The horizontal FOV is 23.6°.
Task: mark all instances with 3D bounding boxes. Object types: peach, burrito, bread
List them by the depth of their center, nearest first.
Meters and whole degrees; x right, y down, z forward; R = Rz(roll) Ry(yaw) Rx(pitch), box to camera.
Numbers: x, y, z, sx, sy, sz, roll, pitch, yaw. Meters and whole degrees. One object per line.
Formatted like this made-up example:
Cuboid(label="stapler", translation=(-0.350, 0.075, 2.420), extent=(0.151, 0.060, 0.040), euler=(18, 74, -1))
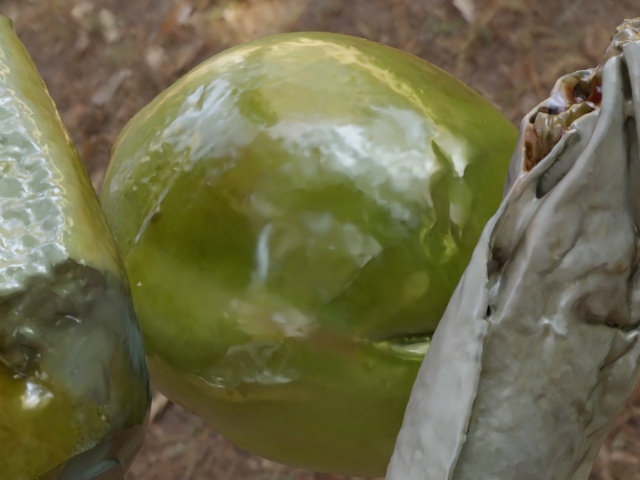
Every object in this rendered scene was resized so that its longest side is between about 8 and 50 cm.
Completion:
Cuboid(label="burrito", translation=(0.083, 0.081, 0.666), extent=(0.076, 0.117, 0.392), euler=(20, 90, 40))
Cuboid(label="bread", translation=(-0.231, 0.086, 0.862), extent=(0.264, 0.239, 0.395), euler=(37, 74, 24))
Cuboid(label="peach", translation=(0.008, 0.003, 1.056), extent=(0.315, 0.314, 0.281), euler=(37, 109, 45))
